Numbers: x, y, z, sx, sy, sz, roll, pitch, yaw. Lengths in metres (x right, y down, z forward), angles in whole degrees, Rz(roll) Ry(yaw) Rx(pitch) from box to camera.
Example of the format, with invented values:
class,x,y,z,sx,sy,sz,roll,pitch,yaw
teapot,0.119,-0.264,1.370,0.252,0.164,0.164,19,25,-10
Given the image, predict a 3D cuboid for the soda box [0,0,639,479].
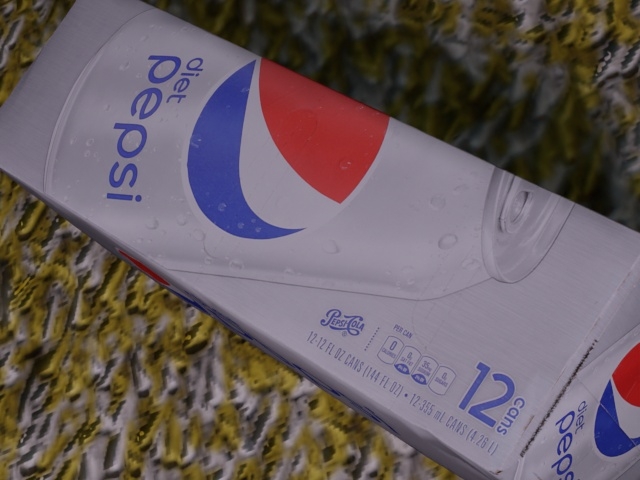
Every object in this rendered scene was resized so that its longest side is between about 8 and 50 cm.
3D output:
class,x,y,z,sx,sy,sz,roll,pitch,yaw
soda box,0.000,0.000,0.603,0.286,0.098,0.091,29,81,38
